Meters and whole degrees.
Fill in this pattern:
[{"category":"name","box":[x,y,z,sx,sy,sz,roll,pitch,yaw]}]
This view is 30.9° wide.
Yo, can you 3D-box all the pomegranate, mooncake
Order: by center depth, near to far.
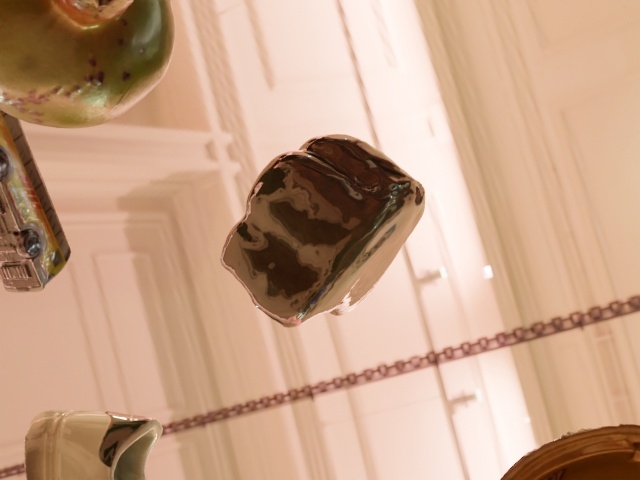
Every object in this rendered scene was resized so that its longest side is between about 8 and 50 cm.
[{"category":"pomegranate","box":[-0.171,-0.158,0.780,0.159,0.205,0.159,4,-99,-28]},{"category":"mooncake","box":[0.000,0.000,0.890,0.168,0.104,0.175,-52,-15,-24]}]

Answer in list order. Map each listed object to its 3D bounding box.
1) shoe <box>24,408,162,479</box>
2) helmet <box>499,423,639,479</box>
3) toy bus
[{"category":"shoe","box":[-0.233,0.363,1.273,0.132,0.160,0.363,38,-134,-70]},{"category":"helmet","box":[0.199,0.235,0.670,0.257,0.205,0.140,42,167,18]},{"category":"toy bus","box":[-0.432,-0.063,1.593,0.106,0.092,0.268,-48,-53,-51]}]
